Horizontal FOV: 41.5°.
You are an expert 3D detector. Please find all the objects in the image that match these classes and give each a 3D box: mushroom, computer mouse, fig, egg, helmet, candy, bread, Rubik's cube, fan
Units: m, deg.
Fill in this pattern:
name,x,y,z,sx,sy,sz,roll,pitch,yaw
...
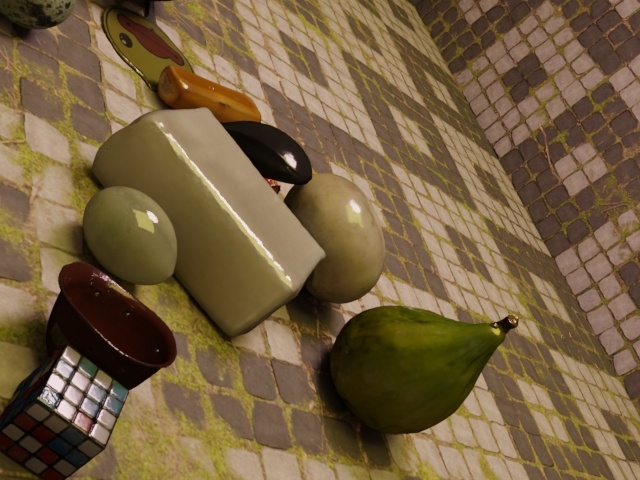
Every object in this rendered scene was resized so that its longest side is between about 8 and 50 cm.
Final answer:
name,x,y,z,sx,sy,sz,roll,pitch,yaw
mushroom,0.000,0.000,1.512,0.246,0.202,0.246,165,-90,-77
computer mouse,-0.125,-0.168,1.484,0.270,0.086,0.138,19,10,33
fig,0.147,0.188,1.396,0.233,0.314,0.233,13,53,-17
egg,-0.471,-0.414,1.346,0.172,0.132,0.132,37,26,-3
helmet,-0.268,0.117,0.998,0.175,0.106,0.155,48,12,14
candy,-0.167,-0.042,1.336,0.358,0.145,0.208,52,25,-1
bread,-0.218,-0.268,1.640,0.239,0.074,0.092,15,40,-51
Rubik's cube,-0.278,0.186,0.905,0.092,0.092,0.092,42,26,-19
egg,-0.260,-0.005,1.166,0.152,0.114,0.114,50,25,-8
fan,-0.339,-0.403,1.690,0.230,0.011,0.335,31,32,-37

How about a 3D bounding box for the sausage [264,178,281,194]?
name,x,y,z,sx,sy,sz,roll,pitch,yaw
sausage,-0.129,-0.149,1.664,0.145,0.048,0.050,58,20,20
